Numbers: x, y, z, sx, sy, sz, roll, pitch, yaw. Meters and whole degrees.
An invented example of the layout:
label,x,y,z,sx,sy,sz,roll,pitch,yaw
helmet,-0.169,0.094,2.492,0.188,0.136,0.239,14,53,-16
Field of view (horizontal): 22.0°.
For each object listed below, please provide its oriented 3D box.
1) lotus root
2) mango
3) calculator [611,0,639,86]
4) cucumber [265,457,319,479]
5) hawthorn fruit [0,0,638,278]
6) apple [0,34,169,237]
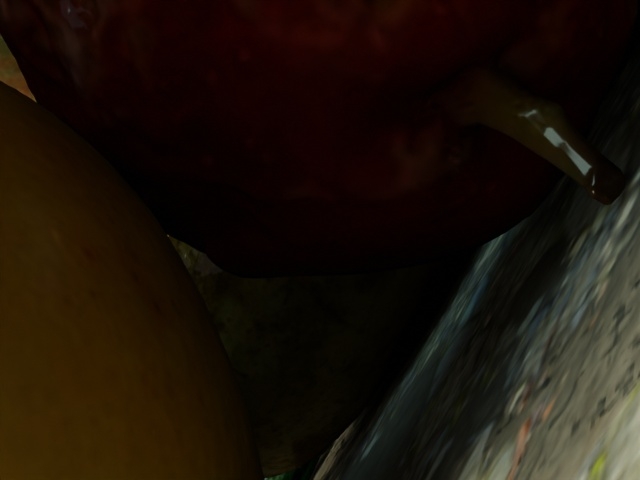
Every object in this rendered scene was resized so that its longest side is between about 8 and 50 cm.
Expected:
label,x,y,z,sx,sy,sz,roll,pitch,yaw
lotus root,0.000,0.000,0.800,0.260,0.128,0.145,-58,-8,17
mango,-0.132,0.101,0.584,0.232,0.300,0.445,-24,-21,-4
calculator,0.133,-0.113,0.632,0.141,0.019,0.094,-59,-2,20
cucumber,-0.024,0.129,0.884,0.184,0.033,0.036,-61,19,-9
hawthorn fruit,0.019,-0.087,0.566,0.210,0.266,0.230,-18,-54,-34
apple,-0.114,-0.082,0.979,0.301,0.301,0.301,-59,1,2
